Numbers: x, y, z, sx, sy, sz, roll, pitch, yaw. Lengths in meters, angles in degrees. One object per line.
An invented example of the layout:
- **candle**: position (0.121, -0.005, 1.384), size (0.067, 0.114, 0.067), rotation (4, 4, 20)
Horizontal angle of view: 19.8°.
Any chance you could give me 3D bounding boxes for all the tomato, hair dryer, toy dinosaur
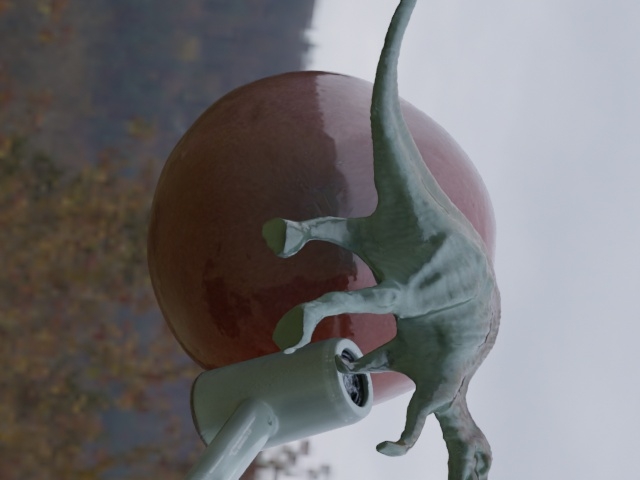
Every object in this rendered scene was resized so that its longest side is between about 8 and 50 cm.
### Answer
- **tomato**: position (0.000, 0.000, 1.634), size (0.321, 0.322, 0.321), rotation (-173, -90, -80)
- **hair dryer**: position (-0.056, 0.147, 1.349), size (0.073, 0.131, 0.236), rotation (68, 25, -10)
- **toy dinosaur**: position (0.050, 0.006, 1.316), size (0.092, 0.205, 0.392), rotation (6, -85, 59)
